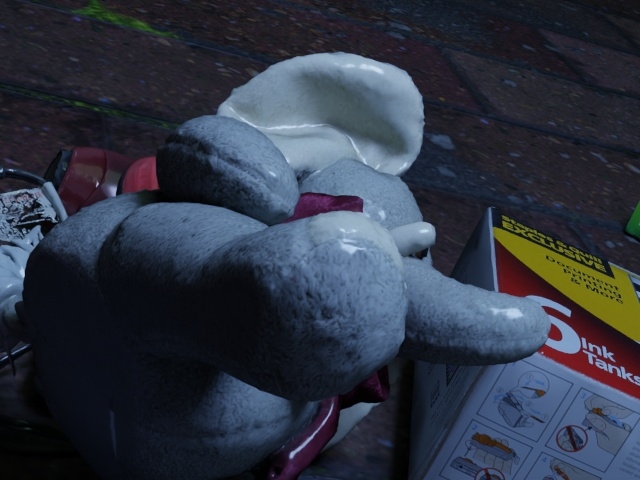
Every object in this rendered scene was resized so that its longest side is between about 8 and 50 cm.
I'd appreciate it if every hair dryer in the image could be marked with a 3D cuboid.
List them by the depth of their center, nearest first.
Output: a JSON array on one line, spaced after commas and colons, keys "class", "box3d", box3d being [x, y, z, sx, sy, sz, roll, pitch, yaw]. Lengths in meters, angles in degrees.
[{"class": "hair dryer", "box3d": [-0.139, 0.033, 0.871, 0.293, 0.080, 0.224, -9, 63, -47]}]

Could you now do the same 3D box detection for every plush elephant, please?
[{"class": "plush elephant", "box3d": [-0.010, 0.042, 0.684, 0.255, 0.272, 0.330, -19, 31, -35]}]

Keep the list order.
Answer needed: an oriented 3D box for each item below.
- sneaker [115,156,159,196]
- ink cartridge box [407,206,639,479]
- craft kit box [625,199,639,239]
[{"class": "sneaker", "box3d": [0.000, 0.000, 0.876, 0.276, 0.135, 0.098, 28, 44, -43]}, {"class": "ink cartridge box", "box3d": [0.225, 0.112, 0.879, 0.309, 0.130, 0.272, 24, 23, -6]}, {"class": "craft kit box", "box3d": [0.494, 0.015, 1.409, 0.246, 0.061, 0.250, 33, 27, 29]}]
